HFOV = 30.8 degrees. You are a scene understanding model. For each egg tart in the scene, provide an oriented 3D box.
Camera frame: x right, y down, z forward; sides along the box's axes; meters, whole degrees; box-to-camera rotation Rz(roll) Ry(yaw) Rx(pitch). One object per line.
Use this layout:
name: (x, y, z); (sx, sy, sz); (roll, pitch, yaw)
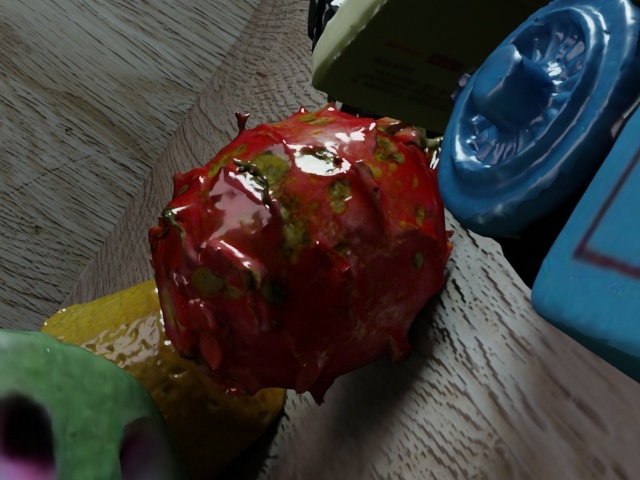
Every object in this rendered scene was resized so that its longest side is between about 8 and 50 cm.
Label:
egg tart: (-0.139, 0.123, 1.016); (0.171, 0.215, 0.215); (-35, 25, 29)

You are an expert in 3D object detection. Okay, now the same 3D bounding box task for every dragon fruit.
dragon fruit: (0.000, 0.000, 0.849); (0.268, 0.210, 0.205); (-43, -6, -18)

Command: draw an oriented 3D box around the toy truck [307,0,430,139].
toy truck: (0.058, -0.156, 1.083); (0.224, 0.147, 0.165); (-105, 21, -67)

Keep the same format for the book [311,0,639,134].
book: (0.180, -0.172, 0.581); (0.352, 0.239, 0.035); (-46, 49, 33)

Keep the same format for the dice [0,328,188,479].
dice: (-0.281, 0.245, 0.764); (0.322, 0.318, 0.330); (-13, 69, 22)

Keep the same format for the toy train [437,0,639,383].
toy train: (0.200, -0.069, 0.404); (0.300, 0.188, 0.265); (-58, 23, -3)
